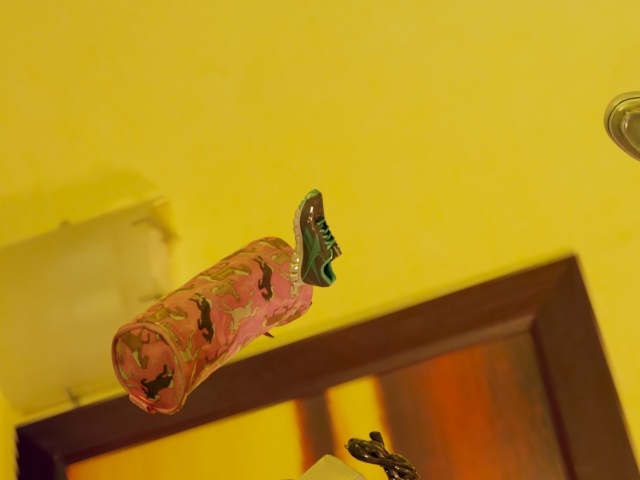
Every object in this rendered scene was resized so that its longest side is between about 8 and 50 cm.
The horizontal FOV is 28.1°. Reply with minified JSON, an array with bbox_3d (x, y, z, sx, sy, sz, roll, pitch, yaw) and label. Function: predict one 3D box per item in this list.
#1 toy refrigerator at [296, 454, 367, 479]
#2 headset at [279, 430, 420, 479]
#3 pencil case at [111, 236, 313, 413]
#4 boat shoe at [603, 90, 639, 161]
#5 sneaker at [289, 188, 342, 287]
[{"bbox_3d":[0.057,0.316,1.064,0.269,0.102,0.094,53,166,-12],"label":"toy refrigerator"},{"bbox_3d":[-0.039,0.405,1.696,0.185,0.394,0.243,40,-162,-41],"label":"headset"},{"bbox_3d":[-0.169,0.131,2.050,0.386,0.160,0.167,-33,-78,-51],"label":"pencil case"},{"bbox_3d":[0.548,-0.123,1.820,0.302,0.109,0.094,24,-158,-1],"label":"boat shoe"},{"bbox_3d":[0.000,0.000,1.949,0.065,0.076,0.167,-44,-36,-51],"label":"sneaker"}]
